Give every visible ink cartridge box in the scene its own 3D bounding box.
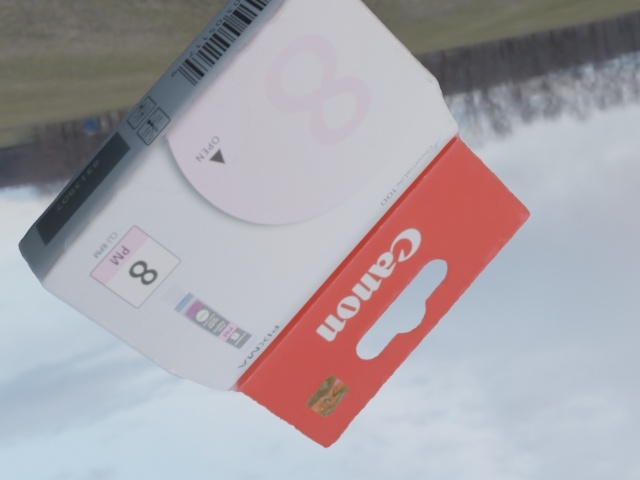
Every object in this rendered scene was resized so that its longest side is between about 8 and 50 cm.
[{"bbox_3d":[0.000,0.000,0.575,0.189,0.232,0.066,-49,-149,2],"label":"ink cartridge box"}]
